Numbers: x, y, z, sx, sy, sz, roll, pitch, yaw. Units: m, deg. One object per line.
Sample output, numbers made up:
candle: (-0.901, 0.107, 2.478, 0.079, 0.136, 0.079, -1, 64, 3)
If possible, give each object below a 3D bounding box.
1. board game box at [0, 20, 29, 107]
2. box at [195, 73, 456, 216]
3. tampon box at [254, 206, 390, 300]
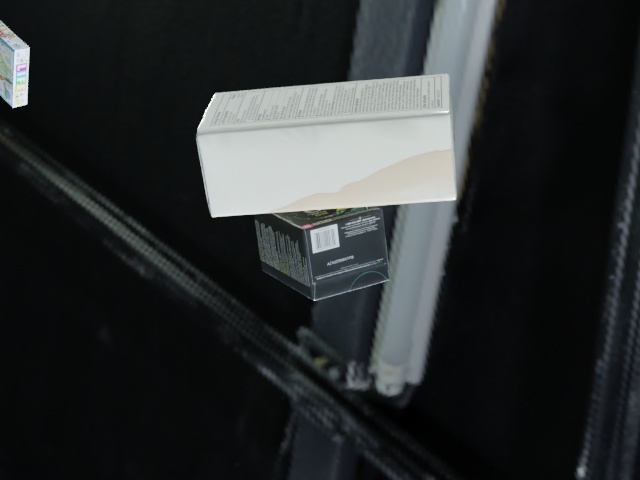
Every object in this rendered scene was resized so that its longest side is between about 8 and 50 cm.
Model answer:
board game box: (-0.511, -0.293, 1.955, 0.154, 0.026, 0.103, 41, -45, 32)
box: (0.013, -0.121, 1.562, 0.148, 0.311, 0.121, -77, 162, -62)
tampon box: (0.000, 0.000, 1.666, 0.161, 0.120, 0.101, 27, -52, 59)
